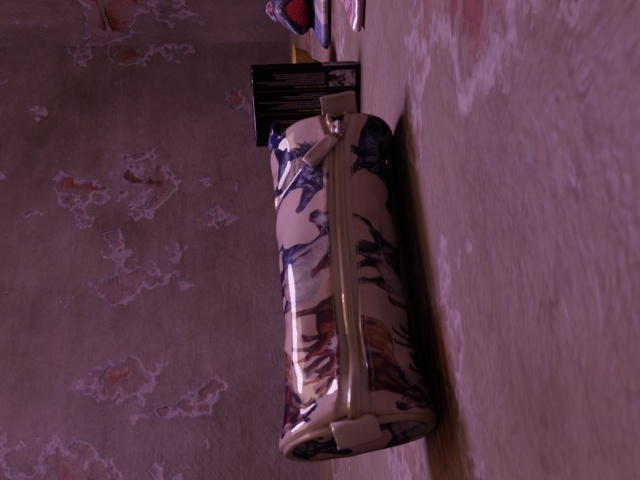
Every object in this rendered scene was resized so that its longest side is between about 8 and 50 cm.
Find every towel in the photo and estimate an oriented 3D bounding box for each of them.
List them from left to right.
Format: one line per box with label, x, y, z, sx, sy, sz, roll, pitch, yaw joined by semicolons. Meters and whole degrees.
towel;0.001;-0.614;1.604;0.209;0.034;0.284;-104;10;-59
towel;0.046;-0.433;1.102;0.197;0.029;0.144;-98;7;-54

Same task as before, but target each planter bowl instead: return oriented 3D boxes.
planter bowl;-0.014;-0.333;1.559;0.217;0.090;0.217;177;90;-86

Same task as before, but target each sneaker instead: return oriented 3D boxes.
sneaker;-0.085;-0.576;1.752;0.262;0.125;0.104;-48;-40;-69

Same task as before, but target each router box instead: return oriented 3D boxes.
router box;-0.025;-0.229;1.154;0.046;0.179;0.133;-108;16;-68

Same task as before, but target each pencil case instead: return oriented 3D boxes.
pencil case;0.025;0.042;0.769;0.183;0.160;0.410;66;-164;-58
